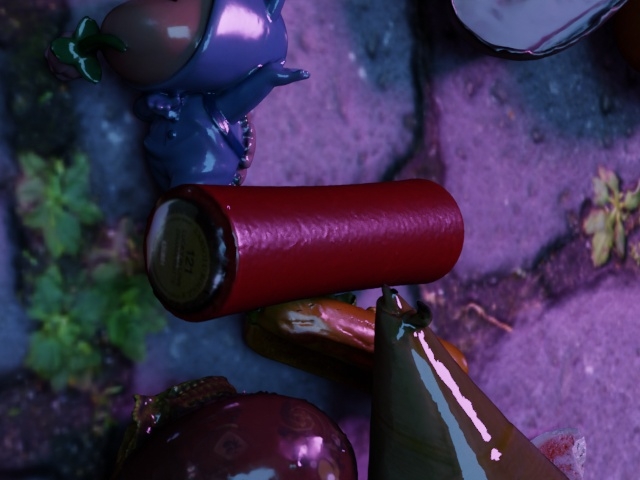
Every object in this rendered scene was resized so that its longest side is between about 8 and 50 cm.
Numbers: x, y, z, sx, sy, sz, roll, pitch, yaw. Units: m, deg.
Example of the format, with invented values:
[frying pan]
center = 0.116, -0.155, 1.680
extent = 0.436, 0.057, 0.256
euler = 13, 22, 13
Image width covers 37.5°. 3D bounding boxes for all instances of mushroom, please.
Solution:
[mushroom]
center = 0.170, -0.216, 0.721
extent = 0.188, 0.117, 0.141
euler = -43, 84, -3

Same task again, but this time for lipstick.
[lipstick]
center = 0.000, 0.000, 0.600
extent = 0.241, 0.080, 0.080
euler = -4, 90, -50

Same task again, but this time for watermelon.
[watermelon]
center = 0.195, 0.188, 0.752
extent = 0.085, 0.061, 0.085
euler = -1, 91, -28

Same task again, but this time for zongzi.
[zongzi]
center = 0.212, 0.225, 0.679
extent = 0.447, 0.181, 0.418
euler = -4, 96, -31

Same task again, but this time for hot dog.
[hot dog]
center = 0.029, 0.072, 0.662
extent = 0.188, 0.072, 0.055
euler = 23, 55, -27

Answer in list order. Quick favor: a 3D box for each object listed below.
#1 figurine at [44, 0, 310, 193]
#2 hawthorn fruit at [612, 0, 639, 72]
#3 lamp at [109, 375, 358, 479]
[figurine]
center = -0.093, -0.093, 0.584
extent = 0.145, 0.114, 0.178
euler = 5, 94, -27
[hawthorn fruit]
center = 0.386, -0.227, 0.804
extent = 0.299, 0.211, 0.211
euler = -27, 101, -38
[lamp]
center = -0.057, 0.149, 0.577
extent = 0.157, 0.135, 0.156
euler = 23, 120, -43
